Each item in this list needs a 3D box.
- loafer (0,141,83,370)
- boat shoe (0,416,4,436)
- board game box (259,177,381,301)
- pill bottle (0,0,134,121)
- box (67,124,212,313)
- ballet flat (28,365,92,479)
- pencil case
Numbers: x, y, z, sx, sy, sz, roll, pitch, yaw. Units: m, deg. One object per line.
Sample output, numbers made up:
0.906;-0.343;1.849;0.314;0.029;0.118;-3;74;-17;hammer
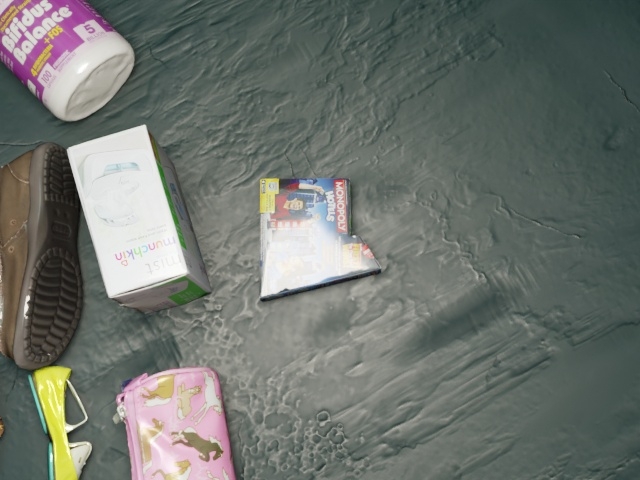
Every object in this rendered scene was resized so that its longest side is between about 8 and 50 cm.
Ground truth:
-0.464;0.029;1.709;0.130;0.134;0.365;-7;70;24;loafer
-0.533;0.293;1.694;0.060;0.064;0.178;10;82;-27;boat shoe
0.000;0.000;1.718;0.194;0.060;0.194;0;81;1;board game box
-0.458;-0.350;1.733;0.301;0.169;0.169;44;85;7;pill bottle
-0.271;-0.021;1.629;0.127;0.262;0.231;-18;80;-1;box
-0.401;0.307;1.680;0.077;0.077;0.231;-10;79;-17;ballet flat
-0.208;0.387;1.615;0.167;0.160;0.386;-10;82;-1;pencil case
